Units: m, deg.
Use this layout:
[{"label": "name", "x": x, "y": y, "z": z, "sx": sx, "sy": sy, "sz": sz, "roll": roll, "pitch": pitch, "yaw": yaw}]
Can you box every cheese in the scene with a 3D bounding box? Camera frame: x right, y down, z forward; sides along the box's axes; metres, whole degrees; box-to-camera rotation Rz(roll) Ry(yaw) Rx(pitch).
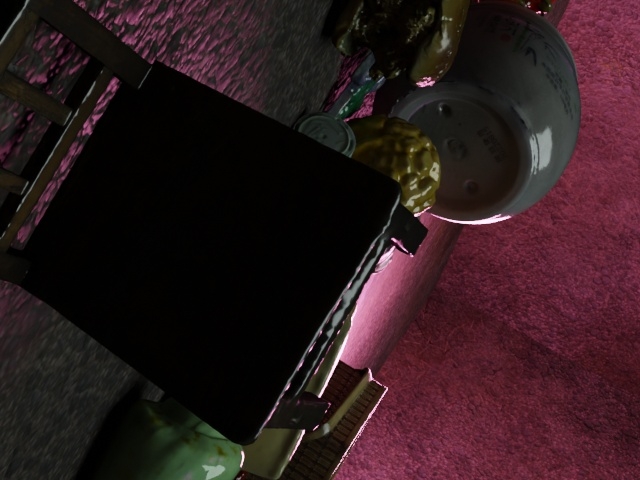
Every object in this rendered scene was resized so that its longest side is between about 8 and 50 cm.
[{"label": "cheese", "x": -0.046, "y": 0.149, "z": 1.933, "sx": 0.242, "sy": 0.124, "sz": 0.265, "roll": -61, "pitch": -176, "yaw": 11}]

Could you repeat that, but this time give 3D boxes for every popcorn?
[{"label": "popcorn", "x": 0.065, "y": -0.078, "z": 1.873, "sx": 0.180, "sy": 0.170, "sz": 0.180, "roll": -16, "pitch": 134, "yaw": -18}]

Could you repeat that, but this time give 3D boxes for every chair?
[{"label": "chair", "x": -0.084, "y": -0.003, "z": 1.004, "sx": 0.203, "sy": 0.241, "sz": 0.416, "roll": -58, "pitch": 172, "yaw": -1}]

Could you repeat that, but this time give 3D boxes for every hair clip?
[{"label": "hair clip", "x": 0.057, "y": -0.212, "z": 1.801, "sx": 0.195, "sy": 0.052, "sz": 0.124, "roll": -54, "pitch": 166, "yaw": 10}]

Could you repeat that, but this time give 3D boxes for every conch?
[{"label": "conch", "x": -0.192, "y": 0.266, "z": 1.643, "sx": 0.137, "sy": 0.143, "sz": 0.250, "roll": 21, "pitch": 117, "yaw": -40}]

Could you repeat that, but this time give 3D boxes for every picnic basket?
[{"label": "picnic basket", "x": -0.050, "y": 0.343, "z": 2.504, "sx": 0.312, "sy": 0.175, "sz": 0.228, "roll": -62, "pitch": 173, "yaw": 31}]

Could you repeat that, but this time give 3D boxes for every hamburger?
[{"label": "hamburger", "x": 0.099, "y": -0.254, "z": 1.597, "sx": 0.159, "sy": 0.131, "sz": 0.185, "roll": -52, "pitch": 164, "yaw": -60}]

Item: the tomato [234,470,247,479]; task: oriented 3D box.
[{"label": "tomato", "x": -0.147, "y": 0.339, "z": 2.249, "sx": 0.087, "sy": 0.075, "sz": 0.087, "roll": -60, "pitch": 175, "yaw": -9}]

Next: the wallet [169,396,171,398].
[{"label": "wallet", "x": -0.178, "y": 0.238, "z": 1.844, "sx": 0.236, "sy": 0.055, "sz": 0.160, "roll": -58, "pitch": 177, "yaw": -23}]

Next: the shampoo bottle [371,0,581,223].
[{"label": "shampoo bottle", "x": 0.214, "y": -0.175, "z": 2.022, "sx": 0.266, "sy": 0.273, "sz": 0.273, "roll": -59, "pitch": 173, "yaw": -53}]

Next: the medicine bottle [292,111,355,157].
[{"label": "medicine bottle", "x": -0.019, "y": -0.055, "z": 1.761, "sx": 0.074, "sy": 0.074, "sz": 0.218, "roll": -54, "pitch": 171, "yaw": -36}]

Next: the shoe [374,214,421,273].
[{"label": "shoe", "x": 0.118, "y": -0.025, "z": 2.622, "sx": 0.169, "sy": 0.071, "sz": 0.099, "roll": -55, "pitch": 167, "yaw": -12}]

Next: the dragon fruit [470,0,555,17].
[{"label": "dragon fruit", "x": 0.315, "y": -0.420, "z": 2.265, "sx": 0.236, "sy": 0.137, "sz": 0.135, "roll": -62, "pitch": -174, "yaw": 17}]
